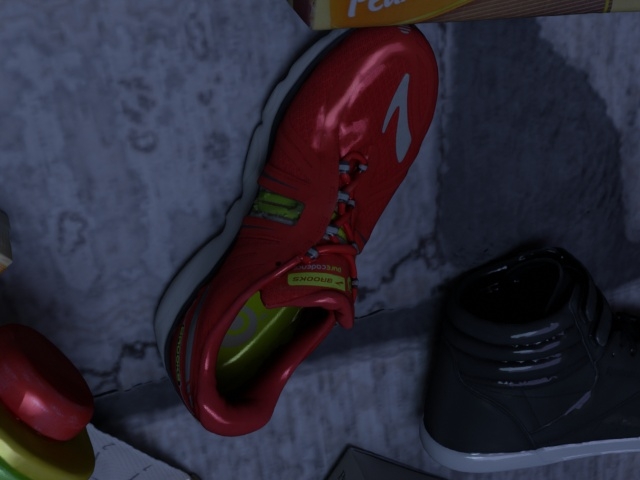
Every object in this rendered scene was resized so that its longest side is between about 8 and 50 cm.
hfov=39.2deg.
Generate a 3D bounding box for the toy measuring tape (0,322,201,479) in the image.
[{"bbox_3d":[-0.147,0.134,0.506,0.121,0.121,0.330,-40,137,1],"label":"toy measuring tape"}]

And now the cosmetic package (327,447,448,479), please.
[{"bbox_3d":[0.016,0.330,0.685,0.129,0.153,0.296,27,101,-30],"label":"cosmetic package"}]

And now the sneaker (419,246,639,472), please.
[{"bbox_3d":[0.217,0.074,0.668,0.295,0.105,0.147,-10,122,-12],"label":"sneaker"}]

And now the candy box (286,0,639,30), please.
[{"bbox_3d":[0.135,-0.224,0.495,0.316,0.088,0.183,-7,126,-17],"label":"candy box"}]

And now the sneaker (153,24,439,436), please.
[{"bbox_3d":[0.000,0.000,0.543,0.107,0.118,0.279,22,104,-29],"label":"sneaker"}]

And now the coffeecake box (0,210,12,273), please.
[{"bbox_3d":[-0.282,0.023,0.474,0.185,0.068,0.142,-45,122,3],"label":"coffeecake box"}]
